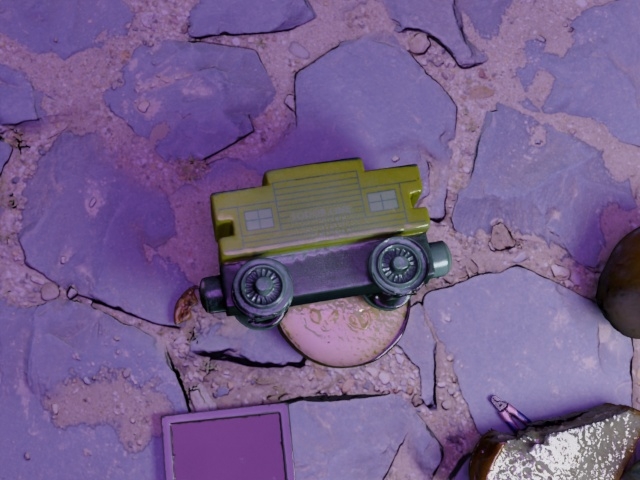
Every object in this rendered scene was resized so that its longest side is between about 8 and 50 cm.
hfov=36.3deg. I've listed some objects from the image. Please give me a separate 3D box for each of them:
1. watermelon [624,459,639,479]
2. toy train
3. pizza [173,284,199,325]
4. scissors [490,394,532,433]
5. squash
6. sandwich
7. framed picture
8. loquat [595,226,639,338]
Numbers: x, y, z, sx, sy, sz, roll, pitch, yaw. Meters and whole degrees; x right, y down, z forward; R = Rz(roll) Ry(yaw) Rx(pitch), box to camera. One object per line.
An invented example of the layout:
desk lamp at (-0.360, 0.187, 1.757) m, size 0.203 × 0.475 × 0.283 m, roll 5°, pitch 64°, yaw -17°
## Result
watermelon at (0.682, 0.440, 1.696) m, size 0.262 × 0.213 × 0.201 m, roll -16°, pitch 82°, yaw -7°
toy train at (0.000, 0.000, 1.695) m, size 0.442 × 0.179 × 0.272 m, roll -9°, pitch 75°, yaw -8°
pizza at (-0.243, 0.118, 1.773) m, size 0.037 × 0.016 × 0.083 m, roll 29°, pitch 78°, yaw -6°
scissors at (0.356, 0.327, 1.789) m, size 0.039 × 0.012 × 0.113 m, roll -44°, pitch 87°, yaw -10°
squash at (0.042, 0.110, 1.787) m, size 0.252 × 0.049 × 0.252 m, roll 1°, pitch 79°, yaw -7°
sandwich at (0.418, 0.377, 1.732) m, size 0.254 × 0.099 × 0.288 m, roll 33°, pitch 79°, yaw -5°
framed picture at (-0.157, 0.445, 1.723) m, size 0.232 × 0.019 × 0.296 m, roll -4°, pitch 80°, yaw -6°
loquat at (0.604, 0.076, 1.775) m, size 0.179 × 0.179 × 0.227 m, roll 33°, pitch 82°, yaw 1°
